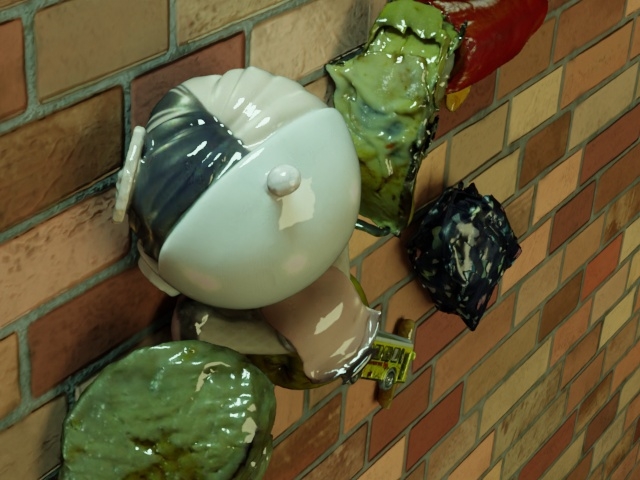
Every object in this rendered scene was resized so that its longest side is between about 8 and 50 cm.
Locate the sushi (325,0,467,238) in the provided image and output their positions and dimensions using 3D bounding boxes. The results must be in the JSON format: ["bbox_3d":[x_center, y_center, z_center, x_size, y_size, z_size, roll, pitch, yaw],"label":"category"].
[{"bbox_3d":[0.078,-0.149,1.610,0.131,0.139,0.291,-45,153,-53],"label":"sushi"}]

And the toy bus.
[{"bbox_3d":[0.040,0.149,1.784,0.226,0.081,0.074,18,88,-59],"label":"toy bus"}]

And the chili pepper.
[{"bbox_3d":[0.225,-0.296,1.746,0.338,0.131,0.134,-40,150,-45],"label":"chili pepper"}]

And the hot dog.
[{"bbox_3d":[0.109,0.180,1.970,0.044,0.028,0.137,-61,169,-78],"label":"hot dog"}]

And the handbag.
[{"bbox_3d":[0.212,0.018,1.955,0.162,0.113,0.260,-56,151,-10],"label":"handbag"}]

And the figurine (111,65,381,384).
[{"bbox_3d":[-0.052,-0.021,1.359,0.253,0.211,0.361,-56,151,-23],"label":"figurine"}]

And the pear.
[{"bbox_3d":[-0.017,0.099,1.574,0.162,0.149,0.149,-46,145,-45],"label":"pear"}]

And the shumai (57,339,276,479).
[{"bbox_3d":[-0.149,0.203,1.410,0.256,0.189,0.218,-54,173,12],"label":"shumai"}]

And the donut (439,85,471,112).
[{"bbox_3d":[0.172,-0.207,1.810,0.083,0.038,0.067,-50,144,-40],"label":"donut"}]
